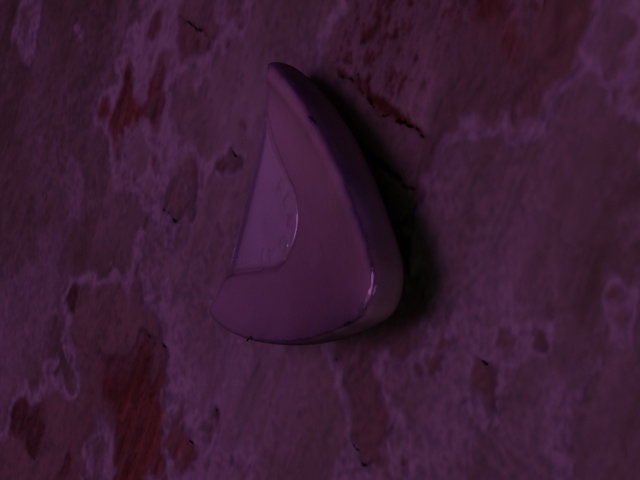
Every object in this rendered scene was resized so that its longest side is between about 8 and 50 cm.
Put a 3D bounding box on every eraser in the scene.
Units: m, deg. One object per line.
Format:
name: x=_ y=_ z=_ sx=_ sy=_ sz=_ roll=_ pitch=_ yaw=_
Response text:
eraser: x=0.001 y=0.000 z=1.426 sx=0.243 sy=0.059 sz=0.204 roll=38 pitch=116 yaw=57
